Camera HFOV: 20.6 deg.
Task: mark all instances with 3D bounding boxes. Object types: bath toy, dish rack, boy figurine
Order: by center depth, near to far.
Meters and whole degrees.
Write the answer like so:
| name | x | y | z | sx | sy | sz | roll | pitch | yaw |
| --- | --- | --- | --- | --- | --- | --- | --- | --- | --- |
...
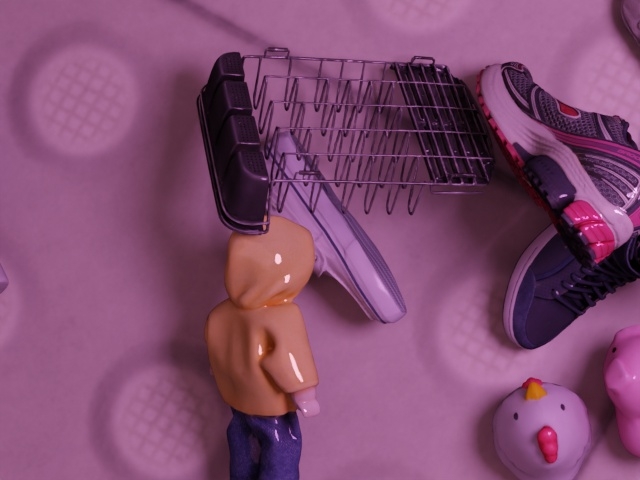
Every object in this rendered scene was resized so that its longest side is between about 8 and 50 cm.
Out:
| name | x | y | z | sx | sy | sz | roll | pitch | yaw |
| --- | --- | --- | --- | --- | --- | --- | --- | --- | --- |
| bath toy | 0.331 | 0.141 | 1.678 | 0.348 | 0.129 | 0.151 | -17 | 83 | 3 |
| boy figurine | -0.056 | 0.116 | 1.697 | 0.092 | 0.177 | 0.285 | -3 | 95 | -33 |
| dish rack | 0.027 | -0.101 | 1.704 | 0.271 | 0.074 | 0.208 | 0 | 46 | -15 |

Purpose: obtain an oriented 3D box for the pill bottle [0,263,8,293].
| name | x | y | z | sx | sy | sz | roll | pitch | yaw |
| --- | --- | --- | --- | --- | --- | --- | --- | --- | --- |
| pill bottle | -0.418 | -0.050 | 1.741 | 0.152 | 0.152 | 0.272 | -30 | 83 | 1 |

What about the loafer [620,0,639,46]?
| name | x | y | z | sx | sy | sz | roll | pitch | yaw |
| --- | --- | --- | --- | --- | --- | --- | --- | --- | --- |
| loafer | 0.441 | -0.172 | 1.719 | 0.319 | 0.111 | 0.112 | 35 | 115 | 20 |

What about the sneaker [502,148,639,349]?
| name | x | y | z | sx | sy | sz | roll | pitch | yaw |
| --- | --- | --- | --- | --- | --- | --- | --- | --- | --- |
| sneaker | 0.276 | 0.034 | 1.666 | 0.086 | 0.163 | 0.226 | 29 | 100 | -34 |

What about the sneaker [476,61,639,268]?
| name | x | y | z | sx | sy | sz | roll | pitch | yaw |
| --- | --- | --- | --- | --- | --- | --- | --- | --- | --- |
| sneaker | 0.237 | -0.084 | 1.653 | 0.112 | 0.299 | 0.121 | -31 | 127 | 1 |

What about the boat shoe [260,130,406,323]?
| name | x | y | z | sx | sy | sz | roll | pitch | yaw |
| --- | --- | --- | --- | --- | --- | --- | --- | --- | --- |
| boat shoe | 0.000 | 0.000 | 1.750 | 0.076 | 0.083 | 0.226 | -36 | 70 | 10 |
